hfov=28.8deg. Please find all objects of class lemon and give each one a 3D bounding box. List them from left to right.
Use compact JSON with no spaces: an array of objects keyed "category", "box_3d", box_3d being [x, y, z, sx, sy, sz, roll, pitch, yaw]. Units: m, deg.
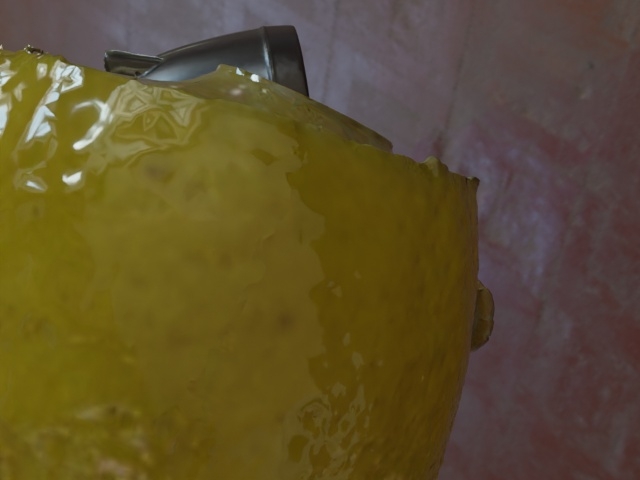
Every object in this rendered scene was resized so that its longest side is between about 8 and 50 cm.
[{"category":"lemon","box_3d":[-0.094,0.078,0.671,0.364,0.364,0.364,29,135,33]}]

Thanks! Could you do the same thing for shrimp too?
[{"category":"shrimp","box_3d":[0.124,0.069,1.496,0.178,0.034,0.124,23,123,15]}]

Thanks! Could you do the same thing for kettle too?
[{"category":"kettle","box_3d":[-0.151,-0.125,1.468,0.251,0.271,0.207,94,168,-64]}]
